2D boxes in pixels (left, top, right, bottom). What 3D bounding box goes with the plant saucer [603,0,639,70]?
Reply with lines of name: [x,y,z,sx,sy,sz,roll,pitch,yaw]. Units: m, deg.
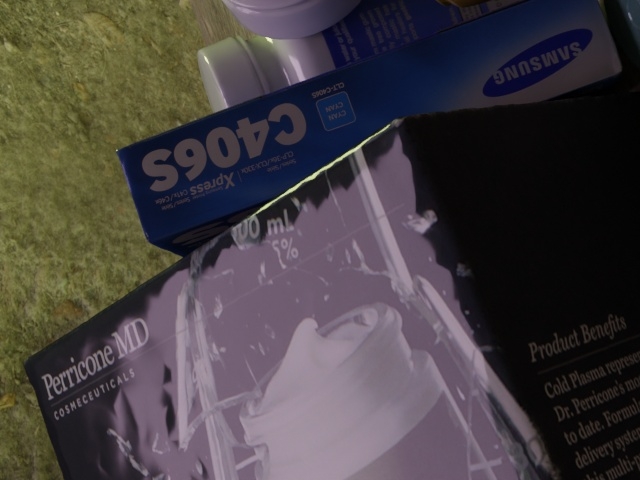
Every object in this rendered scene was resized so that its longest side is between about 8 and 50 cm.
plant saucer: [0.218,-0.154,0.807,0.119,0.021,0.119,160,90,-81]

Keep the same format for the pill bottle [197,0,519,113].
pill bottle: [0.038,-0.160,1.062,0.152,0.272,0.152,159,90,-81]

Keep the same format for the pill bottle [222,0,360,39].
pill bottle: [-0.059,-0.280,0.888,0.160,0.160,0.283,64,-174,31]

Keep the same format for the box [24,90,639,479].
box: [0.079,0.207,0.901,0.480,0.297,0.471,-31,75,42]

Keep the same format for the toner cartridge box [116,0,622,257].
toner cartridge box: [0.038,-0.081,0.908,0.165,0.348,0.075,38,-148,-83]

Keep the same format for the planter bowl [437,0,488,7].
planter bowl: [0.086,-0.232,0.864,0.217,0.090,0.217,40,-163,-15]
